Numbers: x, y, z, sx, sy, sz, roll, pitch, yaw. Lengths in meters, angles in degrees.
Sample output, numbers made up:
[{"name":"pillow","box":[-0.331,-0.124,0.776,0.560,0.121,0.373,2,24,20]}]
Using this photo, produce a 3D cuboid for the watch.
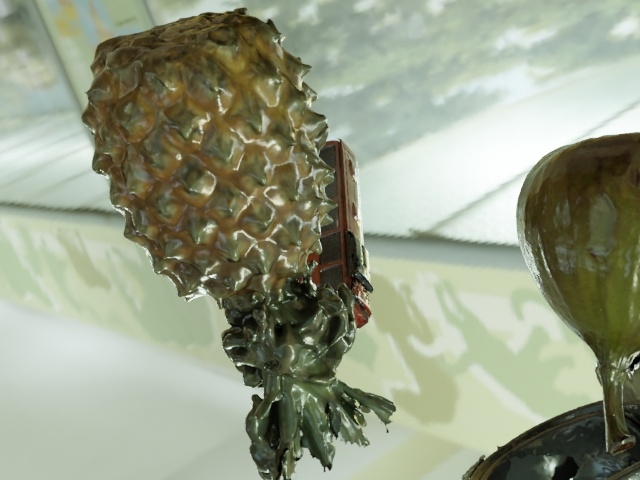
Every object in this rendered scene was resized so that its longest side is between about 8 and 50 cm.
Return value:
[{"name":"watch","box":[0.337,0.292,1.413,0.326,0.314,0.335,-25,-174,-13]}]

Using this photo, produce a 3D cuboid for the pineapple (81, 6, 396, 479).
[{"name":"pineapple","box":[-0.056,0.017,0.890,0.175,0.361,0.175,-11,-160,4]}]

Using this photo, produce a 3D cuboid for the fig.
[{"name":"fig","box":[0.291,0.053,1.230,0.216,0.321,0.217,8,171,1]}]

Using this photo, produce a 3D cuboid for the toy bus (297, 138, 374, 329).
[{"name":"toy bus","box":[0.000,0.000,1.302,0.096,0.073,0.235,-19,-130,18]}]
